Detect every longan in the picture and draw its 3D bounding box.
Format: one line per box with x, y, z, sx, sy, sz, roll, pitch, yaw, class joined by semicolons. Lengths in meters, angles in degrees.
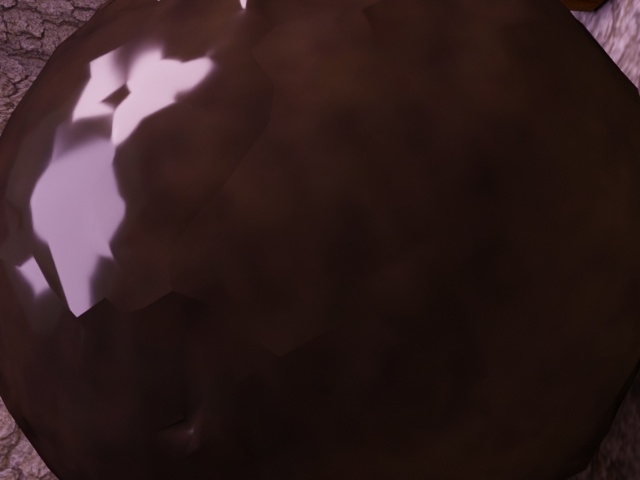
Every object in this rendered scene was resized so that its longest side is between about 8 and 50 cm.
0.000;0.000;0.560;0.391;0.390;0.391;-169;90;-82;longan

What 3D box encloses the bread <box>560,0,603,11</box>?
0.196;-0.292;0.707;0.236;0.069;0.236;-170;90;-83;bread
